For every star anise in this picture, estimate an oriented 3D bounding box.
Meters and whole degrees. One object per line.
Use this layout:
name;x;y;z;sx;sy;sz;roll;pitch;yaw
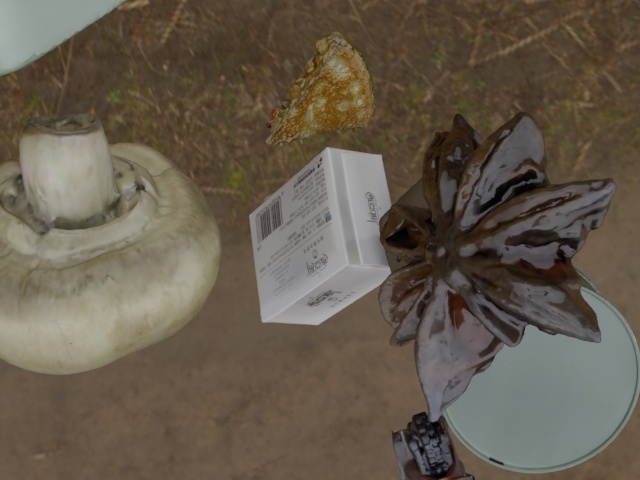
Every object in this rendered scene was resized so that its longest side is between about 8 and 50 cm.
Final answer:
star anise;0.155;0.024;1.022;0.108;0.315;0.315;8;118;-40

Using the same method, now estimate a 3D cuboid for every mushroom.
mushroom;-0.218;-0.013;0.998;0.254;0.260;0.234;4;133;2

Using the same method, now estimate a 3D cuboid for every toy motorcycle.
toy motorcycle;0.136;0.276;1.336;0.084;0.118;0.212;-21;168;-2

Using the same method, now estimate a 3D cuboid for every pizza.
pizza;-0.012;-0.210;1.627;0.199;0.062;0.188;-35;137;-14

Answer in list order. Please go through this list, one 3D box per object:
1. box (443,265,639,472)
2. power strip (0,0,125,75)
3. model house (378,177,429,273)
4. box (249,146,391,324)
box;0.240;0.134;1.251;0.226;0.149;0.226;0;103;0
power strip;-0.238;-0.130;0.582;0.091;0.385;0.062;-42;123;-32
model house;0.223;-0.008;1.625;0.229;0.199;0.219;-14;168;-43
box;0.002;0.000;1.762;0.116;0.203;0.274;5;154;-31
